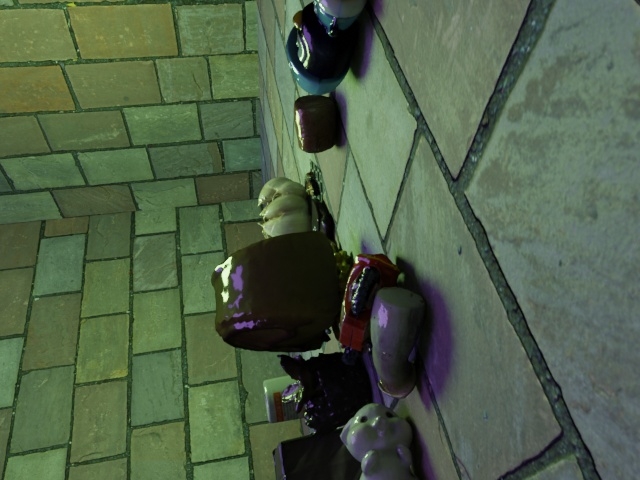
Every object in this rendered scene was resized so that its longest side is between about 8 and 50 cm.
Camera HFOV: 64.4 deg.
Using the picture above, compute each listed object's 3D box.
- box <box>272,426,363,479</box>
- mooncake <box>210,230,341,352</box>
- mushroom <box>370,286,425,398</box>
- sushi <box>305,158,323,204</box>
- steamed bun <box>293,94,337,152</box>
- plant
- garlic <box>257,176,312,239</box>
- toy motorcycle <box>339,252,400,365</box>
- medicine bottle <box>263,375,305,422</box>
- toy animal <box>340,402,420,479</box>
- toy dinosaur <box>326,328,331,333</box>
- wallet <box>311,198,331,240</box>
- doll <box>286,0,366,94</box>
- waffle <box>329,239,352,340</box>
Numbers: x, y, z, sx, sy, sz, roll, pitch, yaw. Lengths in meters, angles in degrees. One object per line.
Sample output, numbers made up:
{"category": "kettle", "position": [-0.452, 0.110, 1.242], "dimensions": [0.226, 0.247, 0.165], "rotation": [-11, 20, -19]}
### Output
{"category": "box", "position": [0.006, 0.627, 1.389], "dimensions": [0.153, 0.253, 0.188], "rotation": [100, 161, -55]}
{"category": "mooncake", "position": [-0.082, 0.162, 1.339], "dimensions": [0.394, 0.394, 0.246], "rotation": [25, -128, -52]}
{"category": "mushroom", "position": [0.128, 0.185, 0.874], "dimensions": [0.081, 0.092, 0.223], "rotation": [17, 126, 31]}
{"category": "sushi", "position": [-0.028, -0.181, 1.673], "dimensions": [0.201, 0.031, 0.139], "rotation": [-122, 27, -67]}
{"category": "steamed bun", "position": [-0.009, -0.300, 1.311], "dimensions": [0.175, 0.107, 0.144], "rotation": [-86, -10, -62]}
{"category": "plant", "position": [0.009, 0.391, 1.315], "dimensions": [0.178, 0.234, 0.203], "rotation": [-119, 30, -52]}
{"category": "garlic", "position": [-0.126, -0.084, 1.832], "dimensions": [0.185, 0.203, 0.280], "rotation": [18, 112, 58]}
{"category": "toy motorcycle", "position": [0.088, 0.125, 0.971], "dimensions": [0.298, 0.089, 0.171], "rotation": [93, -165, -54]}
{"category": "medicine bottle", "position": [-0.055, 0.504, 1.662], "dimensions": [0.144, 0.252, 0.144], "rotation": [170, 90, -80]}
{"category": "toy animal", "position": [0.119, 0.430, 1.001], "dimensions": [0.178, 0.128, 0.192], "rotation": [94, 163, -54]}
{"category": "toy dinosaur", "position": [0.015, 0.227, 1.638], "dimensions": [0.055, 0.049, 0.154], "rotation": [-10, -86, -66]}
{"category": "wallet", "position": [0.000, 0.000, 1.594], "dimensions": [0.182, 0.049, 0.228], "rotation": [-111, 18, -56]}
{"category": "doll", "position": [0.006, -0.415, 1.029], "dimensions": [0.314, 0.141, 0.177], "rotation": [118, 157, -65]}
{"category": "waffle", "position": [0.046, 0.134, 1.400], "dimensions": [0.300, 0.058, 0.281], "rotation": [-112, 19, -57]}
